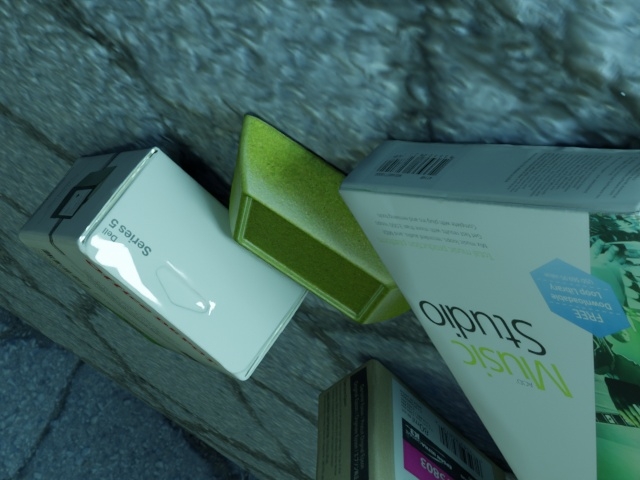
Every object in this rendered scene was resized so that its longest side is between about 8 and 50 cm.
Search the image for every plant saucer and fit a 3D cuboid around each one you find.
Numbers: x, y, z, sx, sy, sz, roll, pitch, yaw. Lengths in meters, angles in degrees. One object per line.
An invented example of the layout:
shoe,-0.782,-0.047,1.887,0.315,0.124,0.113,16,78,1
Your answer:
plant saucer,0.000,0.000,0.870,0.188,0.045,0.188,34,162,3

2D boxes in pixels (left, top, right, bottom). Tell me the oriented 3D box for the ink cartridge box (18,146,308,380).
ink cartridge box,-0.159,0.018,1.063,0.198,0.115,0.273,42,165,-21

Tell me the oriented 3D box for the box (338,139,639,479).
box,0.169,0.081,0.670,0.232,0.058,0.322,9,139,54

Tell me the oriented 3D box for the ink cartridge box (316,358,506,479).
ink cartridge box,0.102,0.267,1.141,0.235,0.088,0.193,42,-156,-24
